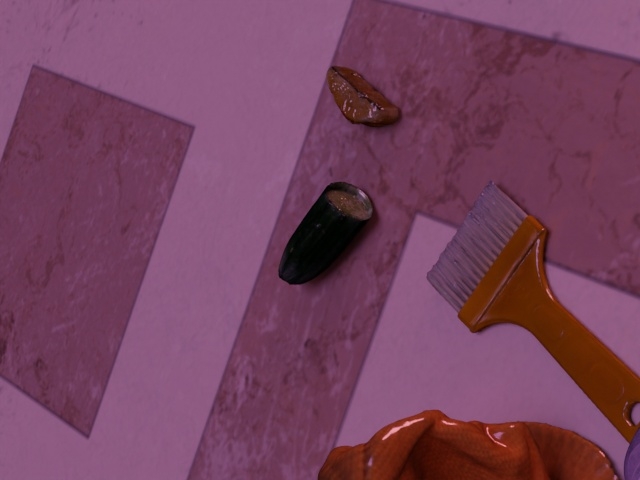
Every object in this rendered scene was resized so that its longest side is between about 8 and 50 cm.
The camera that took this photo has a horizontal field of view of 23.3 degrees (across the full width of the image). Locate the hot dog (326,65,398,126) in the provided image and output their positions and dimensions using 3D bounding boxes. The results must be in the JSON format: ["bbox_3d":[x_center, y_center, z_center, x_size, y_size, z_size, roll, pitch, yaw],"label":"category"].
[{"bbox_3d":[0.033,-0.121,1.368,0.090,0.030,0.034,45,120,44],"label":"hot dog"}]

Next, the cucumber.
[{"bbox_3d":[0.000,0.000,1.355,0.105,0.048,0.048,-53,47,25],"label":"cucumber"}]

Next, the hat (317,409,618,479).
[{"bbox_3d":[0.061,0.220,1.088,0.233,0.233,0.244,-40,51,33],"label":"hat"}]

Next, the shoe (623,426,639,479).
[{"bbox_3d":[0.306,0.134,0.957,0.245,0.095,0.138,-32,54,28],"label":"shoe"}]

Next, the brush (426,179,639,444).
[{"bbox_3d":[0.178,0.068,1.171,0.103,0.013,0.272,-58,46,18],"label":"brush"}]
